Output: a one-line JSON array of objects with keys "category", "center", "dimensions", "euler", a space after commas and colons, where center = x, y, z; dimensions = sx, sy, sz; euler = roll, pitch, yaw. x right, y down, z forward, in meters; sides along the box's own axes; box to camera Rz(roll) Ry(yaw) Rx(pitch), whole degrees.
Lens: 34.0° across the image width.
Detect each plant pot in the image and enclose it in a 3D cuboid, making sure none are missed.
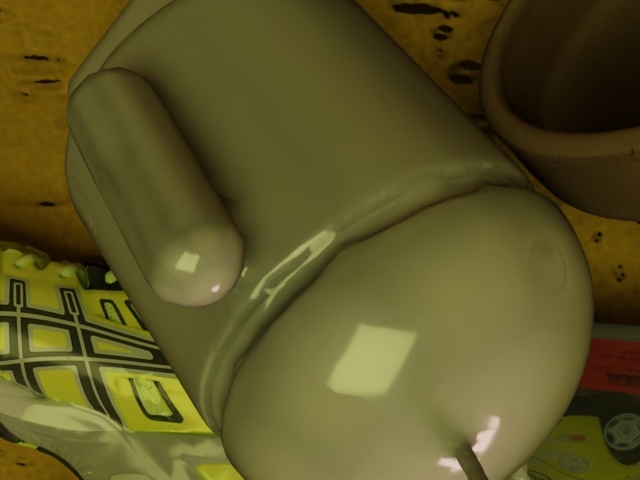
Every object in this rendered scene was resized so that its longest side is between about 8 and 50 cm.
[{"category": "plant pot", "center": [0.251, -0.066, 0.549], "dimensions": [0.263, 0.263, 0.229], "euler": [-36, 118, 14]}]

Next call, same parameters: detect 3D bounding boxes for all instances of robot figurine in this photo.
[{"category": "robot figurine", "center": [0.000, 0.000, 0.547], "dimensions": [0.200, 0.300, 0.353], "euler": [-50, 56, 19]}]

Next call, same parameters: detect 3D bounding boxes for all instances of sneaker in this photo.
[{"category": "sneaker", "center": [-0.157, 0.062, 0.682], "dimensions": [0.385, 0.145, 0.147], "euler": [35, 86, -8]}]

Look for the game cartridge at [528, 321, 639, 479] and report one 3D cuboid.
[{"category": "game cartridge", "center": [0.157, 0.128, 0.567], "dimensions": [0.294, 0.196, 0.060], "euler": [1, 134, 35]}]
